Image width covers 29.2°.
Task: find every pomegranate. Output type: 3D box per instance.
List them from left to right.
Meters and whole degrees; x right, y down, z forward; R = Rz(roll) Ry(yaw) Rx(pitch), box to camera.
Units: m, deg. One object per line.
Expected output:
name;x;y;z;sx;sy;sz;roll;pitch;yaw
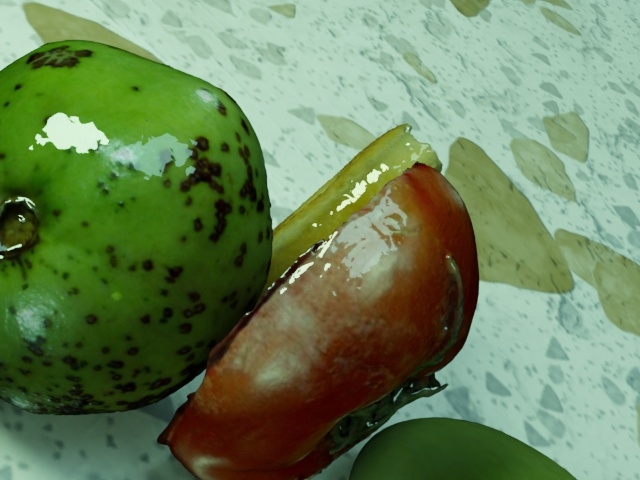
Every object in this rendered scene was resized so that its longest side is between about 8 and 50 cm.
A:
pomegranate;-0.125;-0.002;0.715;0.214;0.214;0.248;45;1;12

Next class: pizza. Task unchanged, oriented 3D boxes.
pizza;0.000;0.000;0.860;0.062;0.182;0.161;47;-5;-6

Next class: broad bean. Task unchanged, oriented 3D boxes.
broad bean;0.120;0.204;0.723;0.189;0.121;0.263;-8;51;-32

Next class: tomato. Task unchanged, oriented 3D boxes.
tomato;0.017;0.069;0.715;0.101;0.228;0.228;47;37;10
